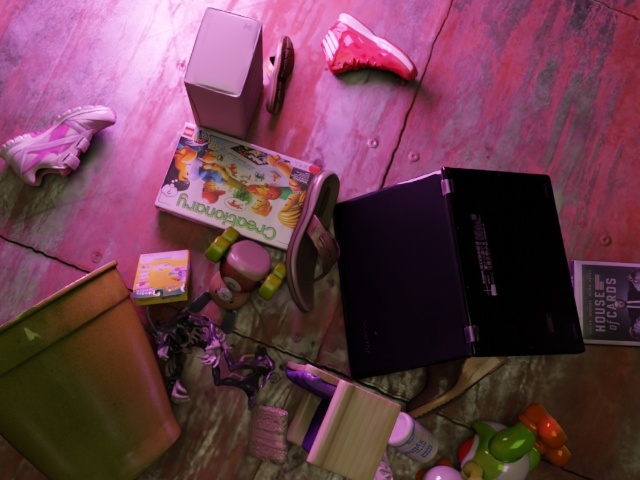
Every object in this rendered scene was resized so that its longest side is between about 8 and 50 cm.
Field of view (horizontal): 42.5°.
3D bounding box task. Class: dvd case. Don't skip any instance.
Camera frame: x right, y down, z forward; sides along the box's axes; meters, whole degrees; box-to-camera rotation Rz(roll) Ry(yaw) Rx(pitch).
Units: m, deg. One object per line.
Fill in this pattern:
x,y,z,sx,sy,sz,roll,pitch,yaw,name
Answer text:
0.653,0.136,1.748,0.238,0.029,0.179,3,79,-3,dvd case

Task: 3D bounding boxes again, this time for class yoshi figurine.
0.325,0.486,1.589,0.362,0.203,0.203,-33,92,-2,yoshi figurine

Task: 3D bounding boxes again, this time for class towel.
-0.103,0.379,1.614,0.027,0.148,0.110,6,81,-30,towel

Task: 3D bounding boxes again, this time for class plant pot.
-0.446,0.280,1.532,0.366,0.366,0.353,-32,95,-8,plant pot

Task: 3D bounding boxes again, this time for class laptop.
0.272,0.070,1.686,0.408,0.236,0.382,1,71,-22,laptop

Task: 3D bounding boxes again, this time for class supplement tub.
0.178,0.391,1.632,0.107,0.071,0.071,39,78,-35,supplement tub

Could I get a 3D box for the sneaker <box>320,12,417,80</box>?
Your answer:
0.096,-0.386,1.798,0.221,0.087,0.128,39,89,16,sneaker

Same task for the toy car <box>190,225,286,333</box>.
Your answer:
-0.182,0.097,1.665,0.155,0.149,0.188,36,108,-1,toy car

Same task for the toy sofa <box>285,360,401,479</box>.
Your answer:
0.006,0.327,1.514,0.177,0.362,0.150,24,80,-5,toy sofa

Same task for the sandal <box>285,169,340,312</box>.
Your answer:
0.000,-0.002,1.686,0.086,0.120,0.303,9,78,23,sandal

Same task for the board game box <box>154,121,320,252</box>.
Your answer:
-0.173,-0.110,1.738,0.305,0.053,0.193,18,80,0,board game box

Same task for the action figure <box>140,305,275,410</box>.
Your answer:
-0.231,0.229,1.602,0.275,0.164,0.141,26,36,-15,action figure

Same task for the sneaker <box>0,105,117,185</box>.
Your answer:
-0.532,-0.194,1.720,0.252,0.103,0.111,-29,86,-1,sneaker

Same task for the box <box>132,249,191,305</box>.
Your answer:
-0.314,0.077,1.640,0.105,0.179,0.043,-6,113,-3,box

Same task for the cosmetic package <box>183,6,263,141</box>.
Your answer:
-0.186,-0.320,1.645,0.113,0.309,0.160,16,79,0,cosmetic package

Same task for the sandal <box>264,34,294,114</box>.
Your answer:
-0.099,-0.362,1.788,0.049,0.072,0.180,10,83,21,sandal

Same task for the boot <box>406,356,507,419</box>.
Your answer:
0.236,0.229,1.699,0.248,0.090,0.207,-34,70,-5,boot

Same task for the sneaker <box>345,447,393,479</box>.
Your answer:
0.112,0.499,1.583,0.118,0.110,0.292,-16,58,38,sneaker
